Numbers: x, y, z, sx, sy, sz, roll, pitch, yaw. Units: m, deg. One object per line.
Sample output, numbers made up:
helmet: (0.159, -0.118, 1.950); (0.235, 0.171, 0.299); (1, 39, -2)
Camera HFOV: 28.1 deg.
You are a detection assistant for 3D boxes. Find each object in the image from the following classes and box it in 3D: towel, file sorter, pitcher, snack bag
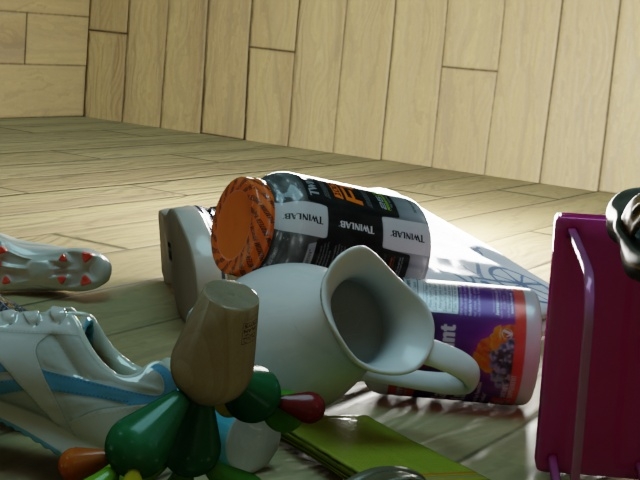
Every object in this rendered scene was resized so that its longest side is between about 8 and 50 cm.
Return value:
towel: (0.059, 0.170, 0.936); (0.102, 0.021, 0.237); (5, 7, -32)
file sorter: (0.307, 0.105, 0.883); (0.290, 0.202, 0.182); (4, 13, 5)
pitcher: (0.011, 0.088, 1.036); (0.178, 0.125, 0.207); (35, -30, -24)
snack bag: (0.106, 0.026, 1.456); (0.323, 0.037, 0.342); (33, 21, 29)

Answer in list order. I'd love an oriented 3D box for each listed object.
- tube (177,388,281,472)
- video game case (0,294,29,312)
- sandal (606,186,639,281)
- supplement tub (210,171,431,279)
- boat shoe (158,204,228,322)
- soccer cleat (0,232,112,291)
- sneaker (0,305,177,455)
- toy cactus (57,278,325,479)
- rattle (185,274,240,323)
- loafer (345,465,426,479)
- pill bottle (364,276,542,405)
tube: (-0.117, 0.129, 0.997); (0.207, 0.052, 0.080); (12, -19, 46)
video game case: (-0.264, 0.083, 1.050); (0.173, 0.022, 0.190); (32, 6, -10)
sandal: (0.236, -0.012, 0.817); (0.090, 0.060, 0.219); (2, 16, 2)
supplement tub: (0.000, 0.000, 1.212); (0.190, 0.117, 0.117); (10, 5, -32)
boat shoe: (-0.092, 0.011, 1.448); (0.158, 0.127, 0.340); (-5, 11, -12)
soccer cleat: (-0.333, 0.029, 1.448); (0.196, 0.068, 0.076); (7, -5, 4)
sneaker: (-0.209, 0.083, 0.904); (0.228, 0.092, 0.087); (25, -1, 3)
toy cactus: (-0.071, 0.113, 0.769); (0.219, 0.180, 0.112); (-10, 37, -41)
rattle: (-0.081, 0.077, 1.277); (0.142, 0.130, 0.199); (-5, 28, 47)
loafer: (0.018, 0.178, 0.767); (0.148, 0.056, 0.050); (-15, 21, -37)
pill bottle: (0.096, 0.089, 1.156); (0.193, 0.108, 0.108); (5, 10, 0)
